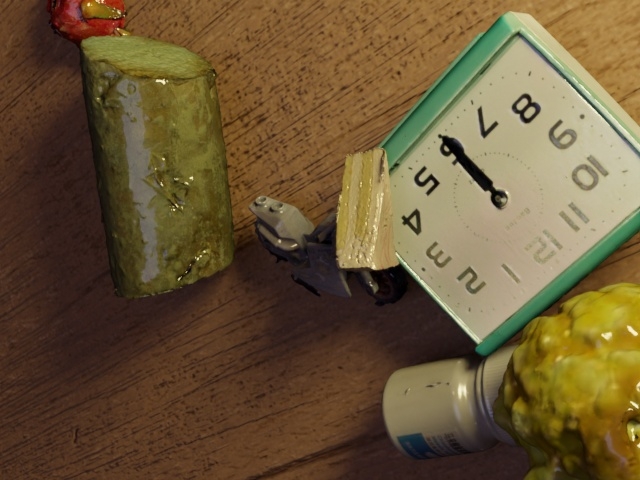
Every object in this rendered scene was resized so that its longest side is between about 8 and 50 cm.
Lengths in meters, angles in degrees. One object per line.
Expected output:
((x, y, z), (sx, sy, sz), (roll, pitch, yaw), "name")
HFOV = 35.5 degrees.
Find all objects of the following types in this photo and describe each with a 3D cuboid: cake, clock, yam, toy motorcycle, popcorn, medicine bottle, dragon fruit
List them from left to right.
((-0.308, -0.293, 1.270), (0.112, 0.068, 0.126), (-23, 87, 37), "dragon fruit")
((-0.192, -0.093, 1.185), (0.168, 0.168, 0.304), (4, 105, 34), "yam")
((0.000, 0.000, 1.110), (0.215, 0.080, 0.122), (21, 139, 36), "toy motorcycle")
((0.046, -0.029, 0.983), (0.052, 0.065, 0.121), (0, 84, 31), "cake")
((0.157, 0.171, 1.049), (0.168, 0.105, 0.105), (-18, 91, 36), "medicine bottle")
((0.184, -0.056, 0.976), (0.231, 0.116, 0.262), (48, 125, 9), "clock")
((0.283, 0.165, 0.866), (0.282, 0.247, 0.282), (18, 123, 30), "popcorn")
